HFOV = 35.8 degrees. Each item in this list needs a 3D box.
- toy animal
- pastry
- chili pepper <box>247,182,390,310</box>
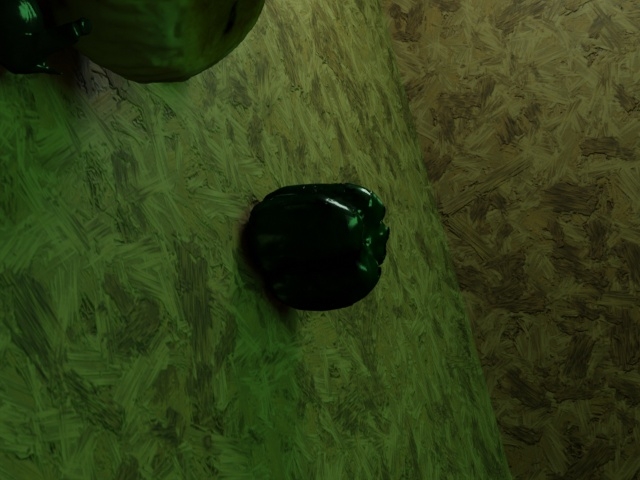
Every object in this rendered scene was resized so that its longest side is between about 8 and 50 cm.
[{"bbox_3d":[-0.403,-0.330,1.286,0.114,0.146,0.245,-27,102,-76],"label":"toy animal"},{"bbox_3d":[-0.246,-0.433,1.474,0.388,0.313,0.388,-55,165,-23],"label":"pastry"},{"bbox_3d":[0.000,0.000,1.946,0.248,0.257,0.233,60,36,-36],"label":"chili pepper"}]
